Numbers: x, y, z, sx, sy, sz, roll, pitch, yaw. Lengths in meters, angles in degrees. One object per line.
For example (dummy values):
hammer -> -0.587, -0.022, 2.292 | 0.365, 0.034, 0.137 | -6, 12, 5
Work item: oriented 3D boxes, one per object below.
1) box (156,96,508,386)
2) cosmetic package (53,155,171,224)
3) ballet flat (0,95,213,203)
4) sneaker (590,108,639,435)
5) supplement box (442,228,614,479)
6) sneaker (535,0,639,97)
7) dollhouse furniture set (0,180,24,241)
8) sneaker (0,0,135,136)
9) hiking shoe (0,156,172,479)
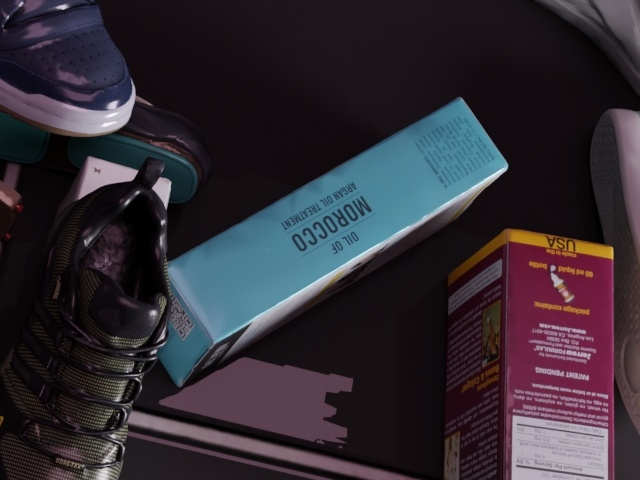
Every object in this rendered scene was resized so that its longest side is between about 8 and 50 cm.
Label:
box -> 0.000, 0.000, 1.185 | 0.244, 0.100, 0.060 | -30, 81, -26
cosmetic package -> -0.150, 0.079, 1.107 | 0.060, 0.099, 0.239 | 16, 67, -12
ballet flat -> -0.166, -0.080, 1.182 | 0.203, 0.074, 0.074 | 18, 66, -5
sneaker -> 0.280, 0.027, 1.267 | 0.151, 0.094, 0.256 | 2, 68, -12
supplement box -> 0.135, 0.100, 1.191 | 0.080, 0.104, 0.188 | 9, 69, -16
sneaker -> 0.229, -0.214, 1.303 | 0.292, 0.169, 0.108 | 43, 65, 2
dollhouse furniture set -> -0.254, -0.023, 1.061 | 0.129, 0.184, 0.129 | 35, 64, -4
sneaker -> -0.197, -0.201, 1.121 | 0.099, 0.153, 0.282 | -19, 59, -44
hiking shoe -> -0.133, 0.065, 0.999 | 0.086, 0.114, 0.227 | 14, 67, -15
